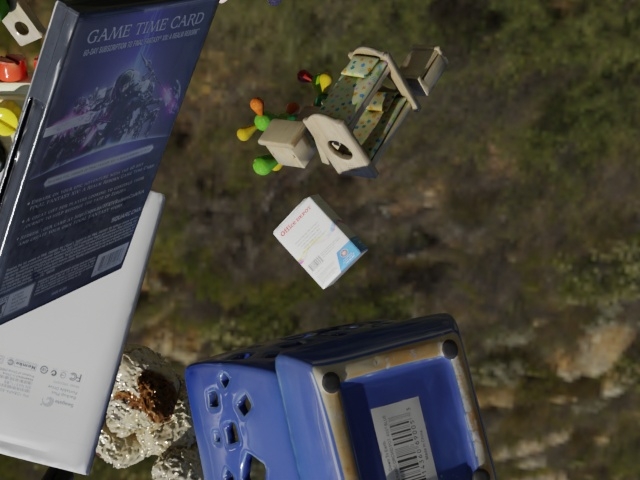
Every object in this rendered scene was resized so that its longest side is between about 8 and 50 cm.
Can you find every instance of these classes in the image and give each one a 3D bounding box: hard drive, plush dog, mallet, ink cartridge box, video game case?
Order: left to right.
[{"bbox_3d":[-0.386,0.341,1.601,0.189,0.039,0.062,-29,-154,46],"label":"mallet"},{"bbox_3d":[-0.315,0.077,1.347,0.210,0.319,0.040,14,168,-1],"label":"hard drive"},{"bbox_3d":[-0.178,-0.069,0.958,0.026,0.274,0.196,31,-154,16],"label":"video game case"},{"bbox_3d":[-0.268,0.256,1.946,0.262,0.225,0.211,18,-124,41],"label":"plush dog"},{"bbox_3d":[0.000,0.000,1.910,0.122,0.088,0.052,47,-161,6],"label":"ink cartridge box"}]

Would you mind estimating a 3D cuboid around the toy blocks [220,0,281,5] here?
[{"bbox_3d":[-0.202,-0.439,1.716,0.308,0.260,0.289,-1,153,17],"label":"toy blocks"}]

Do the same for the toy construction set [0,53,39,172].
[{"bbox_3d":[-0.286,-0.161,1.149,0.327,0.215,0.151,8,-154,14],"label":"toy construction set"}]

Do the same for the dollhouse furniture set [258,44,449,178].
[{"bbox_3d":[0.026,-0.181,1.415,0.160,0.182,0.101,11,149,41],"label":"dollhouse furniture set"}]

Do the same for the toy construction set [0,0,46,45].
[{"bbox_3d":[-0.314,-0.377,1.460,0.257,0.309,0.237,16,-136,23],"label":"toy construction set"}]

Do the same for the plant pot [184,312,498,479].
[{"bbox_3d":[0.031,0.198,1.185,0.235,0.236,0.212,-10,174,-32],"label":"plant pot"}]

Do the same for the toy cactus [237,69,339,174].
[{"bbox_3d":[-0.014,-0.177,1.825,0.180,0.112,0.219,17,-137,20],"label":"toy cactus"}]
